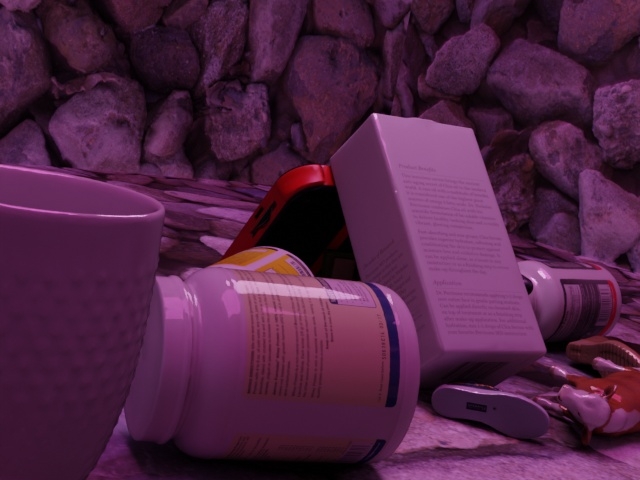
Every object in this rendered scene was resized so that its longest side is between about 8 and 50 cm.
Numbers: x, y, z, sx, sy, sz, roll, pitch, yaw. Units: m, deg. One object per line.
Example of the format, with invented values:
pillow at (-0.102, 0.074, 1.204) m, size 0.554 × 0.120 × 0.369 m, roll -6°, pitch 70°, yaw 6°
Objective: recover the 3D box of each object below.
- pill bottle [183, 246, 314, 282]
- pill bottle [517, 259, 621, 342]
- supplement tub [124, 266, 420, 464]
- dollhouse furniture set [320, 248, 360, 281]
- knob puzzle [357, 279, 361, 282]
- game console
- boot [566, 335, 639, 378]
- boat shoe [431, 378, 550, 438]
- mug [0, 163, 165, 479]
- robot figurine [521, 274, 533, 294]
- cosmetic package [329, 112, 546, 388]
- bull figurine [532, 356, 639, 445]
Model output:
pill bottle at (-0.123, 0.120, 1.678) m, size 0.188 × 0.188 × 0.334 m, roll 12°, pitch 9°, yaw 11°
pill bottle at (0.479, 0.130, 2.319) m, size 0.318 × 0.176 × 0.176 m, roll 3°, pitch 12°, yaw -41°
supplement tub at (-0.065, 0.157, 1.365) m, size 0.325 × 0.235 × 0.235 m, roll 7°, pitch 10°, yaw -22°
dollhouse furniture set at (-0.023, 0.102, 2.007) m, size 0.302 × 0.151 × 0.197 m, roll 7°, pitch 10°, yaw -22°
knob puzzle at (0.099, 0.138, 1.914) m, size 0.213 × 0.030 × 0.213 m, roll 5°, pitch 55°, yaw -7°
game console at (0.000, 0.000, 2.132) m, size 0.342 × 0.386 × 0.060 m, roll 3°, pitch 51°, yaw -36°
boot at (0.622, 0.234, 2.112) m, size 0.207 × 0.090 × 0.248 m, roll 4°, pitch 7°, yaw -22°
boat shoe at (0.269, 0.252, 1.688) m, size 0.183 × 0.065 × 0.083 m, roll 13°, pitch 11°, yaw 20°
mug at (-0.321, 0.096, 1.161) m, size 0.276 × 0.328 × 0.374 m, roll 10°, pitch 9°, yaw -4°
robot figurine at (0.283, 0.131, 2.101) m, size 0.209 × 0.173 × 0.278 m, roll 12°, pitch 9°, yaw -10°
cosmetic package at (0.192, 0.020, 1.876) m, size 0.230 × 0.453 × 0.161 m, roll 5°, pitch -31°, yaw -33°
bull figurine at (0.466, 0.257, 1.767) m, size 0.310 × 0.101 × 0.188 m, roll 4°, pitch 10°, yaw -34°
